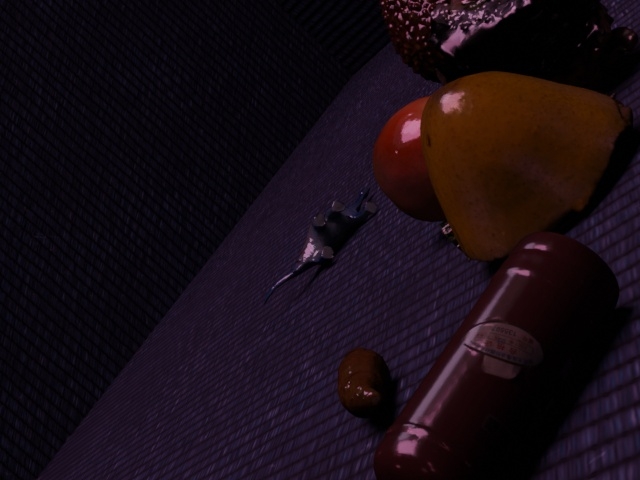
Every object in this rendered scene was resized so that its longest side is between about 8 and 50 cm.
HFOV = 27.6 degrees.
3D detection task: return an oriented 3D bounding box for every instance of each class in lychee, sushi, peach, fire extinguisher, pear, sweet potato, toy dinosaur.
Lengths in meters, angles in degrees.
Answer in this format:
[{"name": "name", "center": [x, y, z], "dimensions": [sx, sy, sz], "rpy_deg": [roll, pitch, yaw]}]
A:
[{"name": "lychee", "center": [0.237, -0.461, 2.649], "dimensions": [0.271, 0.271, 0.271], "rpy_deg": [-46, 9, 9]}, {"name": "sushi", "center": [0.282, -0.263, 1.732], "dimensions": [0.225, 0.219, 0.238], "rpy_deg": [-34, 35, 11]}, {"name": "peach", "center": [0.165, -0.116, 1.778], "dimensions": [0.184, 0.184, 0.184], "rpy_deg": [-46, 9, 9]}, {"name": "fire extinguisher", "center": [0.128, 0.141, 1.035], "dimensions": [0.344, 0.102, 0.138], "rpy_deg": [-52, 12, -28]}, {"name": "pear", "center": [0.191, -0.111, 1.461], "dimensions": [0.267, 0.178, 0.267], "rpy_deg": [-41, 29, 29]}, {"name": "sweet potato", "center": [0.049, 0.157, 1.482], "dimensions": [0.067, 0.067, 0.274], "rpy_deg": [-47, 3, 4]}, {"name": "toy dinosaur", "center": [0.016, -0.018, 2.352], "dimensions": [0.329, 0.076, 0.144], "rpy_deg": [-49, 2, -30]}]

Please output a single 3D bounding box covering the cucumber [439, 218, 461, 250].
[{"name": "cucumber", "center": [0.230, -0.064, 1.602], "dimensions": [0.187, 0.058, 0.058], "rpy_deg": [-44, 9, 17]}]
